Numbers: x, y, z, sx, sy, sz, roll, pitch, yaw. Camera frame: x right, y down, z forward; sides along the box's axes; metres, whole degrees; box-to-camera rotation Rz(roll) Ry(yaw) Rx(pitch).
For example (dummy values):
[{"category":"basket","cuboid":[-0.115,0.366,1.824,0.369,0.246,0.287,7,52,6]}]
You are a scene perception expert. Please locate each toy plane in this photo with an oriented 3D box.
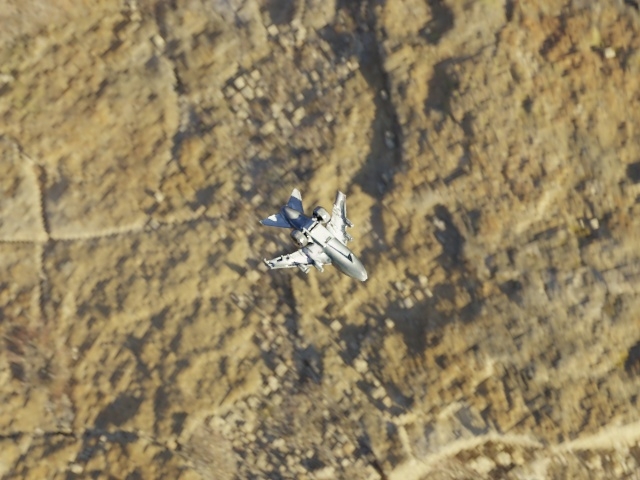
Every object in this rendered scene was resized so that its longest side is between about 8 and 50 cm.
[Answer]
[{"category":"toy plane","cuboid":[0.000,0.000,0.851,0.083,0.031,0.078,38,71,21]}]
